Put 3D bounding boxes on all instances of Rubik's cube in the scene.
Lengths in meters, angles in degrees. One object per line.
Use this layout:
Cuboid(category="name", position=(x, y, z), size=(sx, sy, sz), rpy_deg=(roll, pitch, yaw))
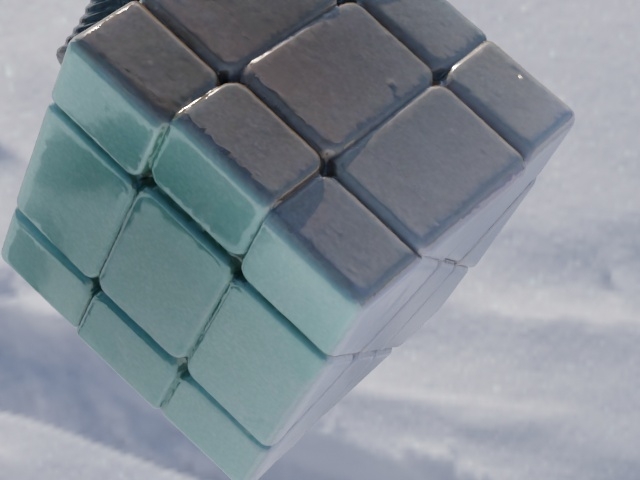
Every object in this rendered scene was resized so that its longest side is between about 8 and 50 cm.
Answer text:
Cuboid(category="Rubik's cube", position=(-0.036, -0.045, 1.500), size=(0.316, 0.322, 0.319), rpy_deg=(42, 51, 11))

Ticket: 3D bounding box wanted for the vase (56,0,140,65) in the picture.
Cuboid(category="vase", position=(-0.196, -0.277, 1.815), size=(0.115, 0.115, 0.237), rpy_deg=(15, 74, 18))
